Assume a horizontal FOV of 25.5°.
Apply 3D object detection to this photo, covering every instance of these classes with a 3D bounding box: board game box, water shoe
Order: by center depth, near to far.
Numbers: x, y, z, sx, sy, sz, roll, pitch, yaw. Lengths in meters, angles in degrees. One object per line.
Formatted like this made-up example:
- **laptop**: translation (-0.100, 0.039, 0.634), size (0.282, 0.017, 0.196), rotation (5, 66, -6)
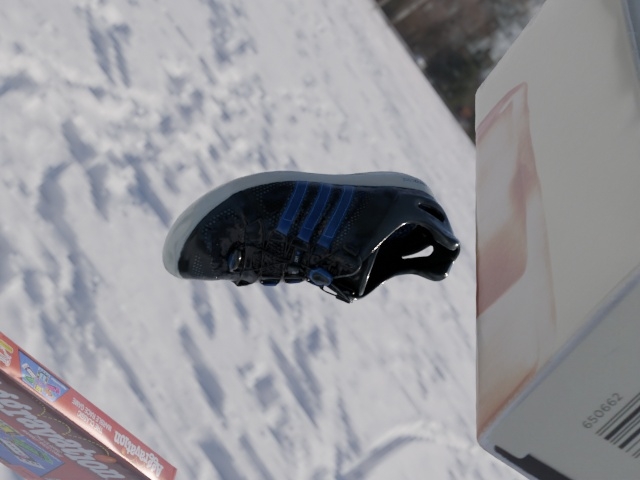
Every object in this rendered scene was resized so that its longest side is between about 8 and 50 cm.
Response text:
- **water shoe**: translation (0.000, 0.000, 0.918), size (0.080, 0.203, 0.073), rotation (54, -36, 41)
- **board game box**: translation (-0.238, 0.134, 1.102), size (0.281, 0.145, 0.027), rotation (52, 44, -52)

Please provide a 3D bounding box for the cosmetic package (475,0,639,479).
- **cosmetic package**: translation (0.163, -0.006, 0.659), size (0.153, 0.129, 0.296), rotation (31, 32, -13)
